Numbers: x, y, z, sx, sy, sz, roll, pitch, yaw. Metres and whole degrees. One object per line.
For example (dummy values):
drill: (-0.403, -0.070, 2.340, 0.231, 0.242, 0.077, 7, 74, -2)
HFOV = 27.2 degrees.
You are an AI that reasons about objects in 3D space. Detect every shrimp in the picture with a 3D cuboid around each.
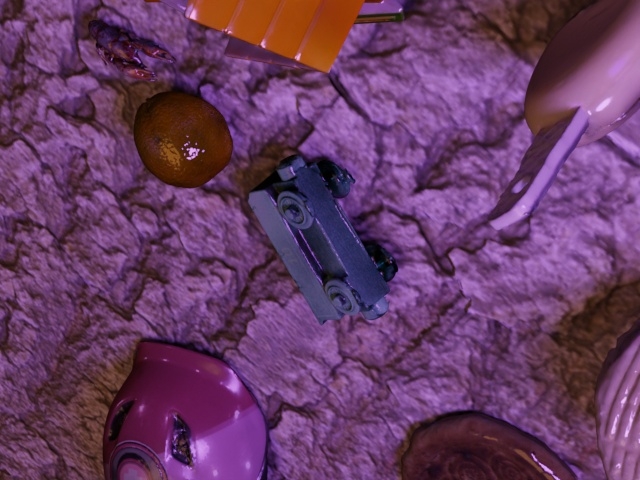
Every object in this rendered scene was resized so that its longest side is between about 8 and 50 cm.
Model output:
shrimp: (-0.179, -0.172, 1.214, 0.092, 0.038, 0.029, 24, 177, 19)

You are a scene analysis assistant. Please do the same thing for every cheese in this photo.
cheese: (0.169, -0.088, 0.864, 0.054, 0.251, 0.127, 47, 138, -11)

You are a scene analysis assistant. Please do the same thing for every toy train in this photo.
toy train: (0.000, 0.000, 1.197, 0.099, 0.070, 0.172, -7, 118, 52)

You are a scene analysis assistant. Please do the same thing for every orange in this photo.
orange: (-0.127, -0.093, 1.204, 0.095, 0.085, 0.085, 44, 138, -9)

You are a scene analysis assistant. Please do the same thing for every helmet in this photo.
helmet: (-0.163, 0.254, 1.461, 0.198, 0.154, 0.253, 10, 133, 32)

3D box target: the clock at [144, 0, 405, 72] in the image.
clock: (-0.075, -0.232, 0.945, 0.309, 0.235, 0.166, 24, 91, 7)

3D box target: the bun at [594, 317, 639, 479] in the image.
bun: (0.324, 0.137, 0.999, 0.220, 0.220, 0.134, 12, 170, 29)

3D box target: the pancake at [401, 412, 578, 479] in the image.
pancake: (0.173, 0.267, 1.306, 0.212, 0.029, 0.235, -6, 117, 41)
